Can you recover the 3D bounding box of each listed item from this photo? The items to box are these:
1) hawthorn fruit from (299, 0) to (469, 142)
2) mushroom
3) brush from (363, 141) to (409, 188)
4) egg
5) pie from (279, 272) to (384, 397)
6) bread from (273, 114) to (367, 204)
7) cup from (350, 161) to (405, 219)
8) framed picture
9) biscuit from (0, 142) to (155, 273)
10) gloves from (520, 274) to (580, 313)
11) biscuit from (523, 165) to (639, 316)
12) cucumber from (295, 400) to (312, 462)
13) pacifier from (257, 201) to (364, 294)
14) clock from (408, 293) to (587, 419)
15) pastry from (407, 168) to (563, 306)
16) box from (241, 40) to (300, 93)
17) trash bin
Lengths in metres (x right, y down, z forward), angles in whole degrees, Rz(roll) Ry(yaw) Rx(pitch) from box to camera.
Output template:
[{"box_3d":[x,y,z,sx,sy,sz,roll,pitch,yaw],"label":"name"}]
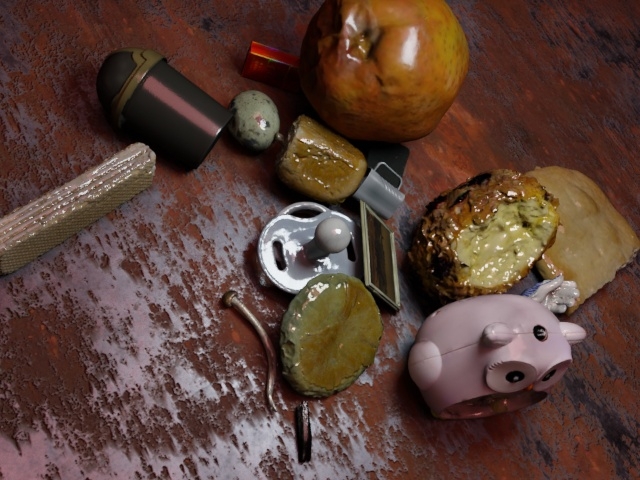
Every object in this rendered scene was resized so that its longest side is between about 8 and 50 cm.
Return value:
[{"box_3d":[0.153,-0.482,1.642,0.472,0.472,0.471,9,63,-17],"label":"hawthorn fruit"},{"box_3d":[-0.147,0.252,1.477,0.068,0.043,0.306,-26,78,-11],"label":"mushroom"},{"box_3d":[0.180,-0.209,1.807,0.123,0.059,0.197,24,61,-10],"label":"brush"},{"box_3d":[-0.178,-0.317,1.673,0.141,0.141,0.181,-6,59,-24],"label":"egg"},{"box_3d":[0.027,0.222,1.487,0.307,0.071,0.306,-5,100,-31],"label":"pie"},{"box_3d":[-0.018,-0.207,1.656,0.247,0.176,0.195,28,21,-13],"label":"bread"},{"box_3d":[0.159,-0.141,1.695,0.130,0.095,0.128,35,94,-13],"label":"cup"},{"box_3d":[0.158,0.040,1.625,0.197,0.014,0.252,40,41,-49],"label":"framed picture"},{"box_3d":[-0.558,-0.080,1.416,0.078,0.144,0.426,47,58,6],"label":"biscuit"},{"box_3d":[0.616,0.166,1.752,0.229,0.119,0.097,-16,39,-5],"label":"gloves"},{"box_3d":[0.788,-0.041,1.934,0.430,0.104,0.446,-21,75,-27],"label":"biscuit"},{"box_3d":[-0.036,0.436,1.430,0.033,0.034,0.134,4,65,-25],"label":"cucumber"},{"box_3d":[0.000,0.000,1.534,0.300,0.233,0.243,-6,77,-24],"label":"pacifier"},{"box_3d":[0.403,0.260,1.487,0.369,0.376,0.250,3,61,-20],"label":"clock"},{"box_3d":[0.411,-0.019,1.661,0.405,0.337,0.292,-43,105,-2],"label":"pastry"},{"box_3d":[-0.131,-0.494,1.796,0.175,0.112,0.048,14,62,-13],"label":"box"},{"box_3d":[-0.404,-0.338,1.562,0.334,0.214,0.214,36,58,-10],"label":"trash bin"}]
